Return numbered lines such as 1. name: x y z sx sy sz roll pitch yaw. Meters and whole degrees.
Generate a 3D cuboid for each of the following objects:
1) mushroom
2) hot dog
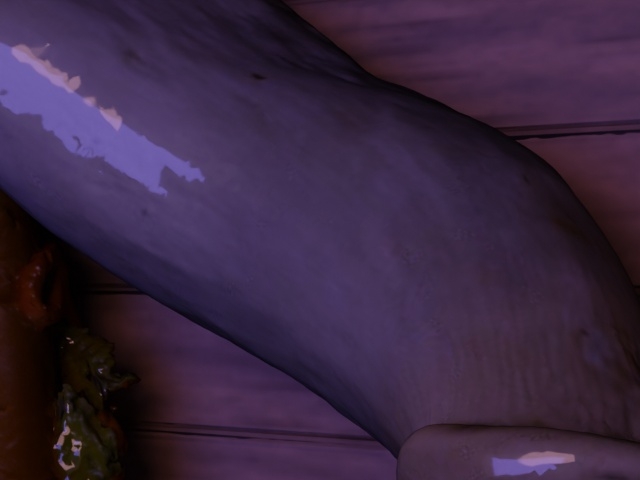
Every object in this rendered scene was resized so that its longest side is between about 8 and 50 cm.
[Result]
1. mushroom: 0.001 0.000 0.656 0.397 0.177 0.126 34 113 32
2. hot dog: -0.148 0.088 0.792 0.158 0.117 0.349 128 133 -54
